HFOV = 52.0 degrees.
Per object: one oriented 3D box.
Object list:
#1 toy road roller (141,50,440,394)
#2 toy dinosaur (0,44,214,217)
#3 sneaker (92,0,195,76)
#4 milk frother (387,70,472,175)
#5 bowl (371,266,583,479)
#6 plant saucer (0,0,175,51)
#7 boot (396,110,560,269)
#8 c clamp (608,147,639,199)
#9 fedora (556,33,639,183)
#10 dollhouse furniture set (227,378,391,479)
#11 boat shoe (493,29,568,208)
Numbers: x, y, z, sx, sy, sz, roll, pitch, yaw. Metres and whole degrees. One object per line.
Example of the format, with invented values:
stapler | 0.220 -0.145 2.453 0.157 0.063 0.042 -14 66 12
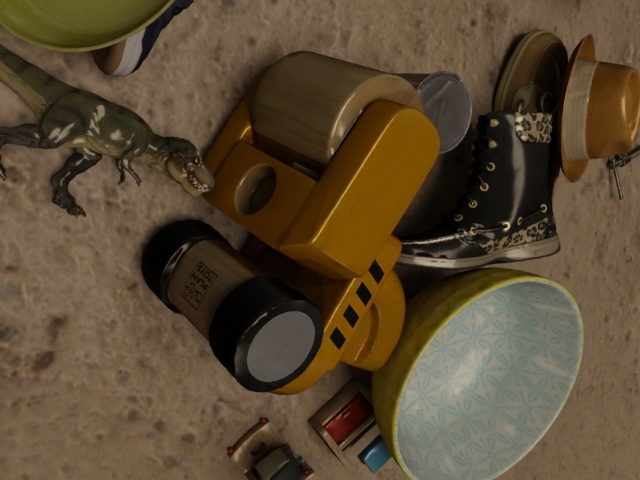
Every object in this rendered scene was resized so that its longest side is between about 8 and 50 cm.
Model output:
toy road roller | 0.000 0.000 0.678 0.241 0.202 0.329 29 93 -45
toy dinosaur | -0.232 -0.094 0.591 0.268 0.064 0.118 32 91 -22
sneaker | -0.101 -0.270 0.599 0.153 0.099 0.282 10 107 -43
milk frother | 0.112 -0.121 0.742 0.143 0.135 0.129 5 101 -32
bowl | 0.170 0.149 0.829 0.290 0.156 0.289 -11 115 -26
plant saucer | -0.177 -0.264 0.512 0.037 0.241 0.240 -4 110 -72
boot | 0.179 -0.060 0.776 0.236 0.085 0.178 -5 99 -20
c clamp | 0.508 -0.161 1.038 0.161 0.022 0.137 -31 111 -19
fedora | 0.359 -0.163 0.834 0.194 0.079 0.194 -23 119 -53
dollhouse furniture set | 0.011 0.258 0.786 0.184 0.129 0.129 -40 119 -15
boat shoe | 0.289 -0.132 0.871 0.105 0.089 0.285 -1 103 -31
